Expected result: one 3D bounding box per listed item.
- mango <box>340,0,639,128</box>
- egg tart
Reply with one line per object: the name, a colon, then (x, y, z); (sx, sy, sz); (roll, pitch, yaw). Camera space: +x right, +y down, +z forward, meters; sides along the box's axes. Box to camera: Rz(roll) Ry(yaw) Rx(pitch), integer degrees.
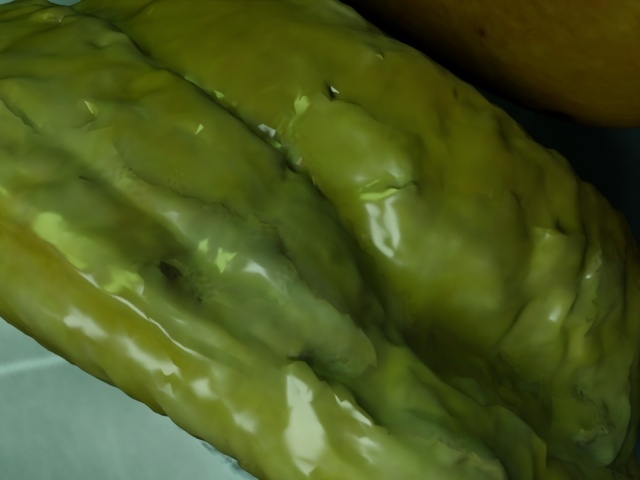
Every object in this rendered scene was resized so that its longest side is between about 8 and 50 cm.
mango: (0.050, -0.151, 0.555); (0.287, 0.152, 0.201); (44, 143, 11)
egg tart: (0.000, 0.000, 0.585); (0.319, 0.319, 0.128); (36, 92, 8)
